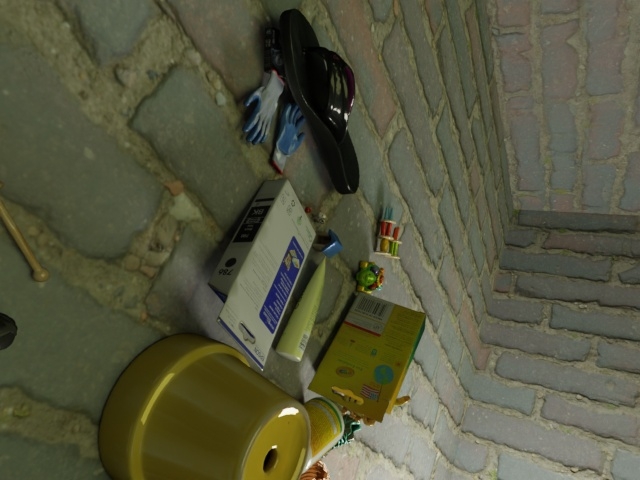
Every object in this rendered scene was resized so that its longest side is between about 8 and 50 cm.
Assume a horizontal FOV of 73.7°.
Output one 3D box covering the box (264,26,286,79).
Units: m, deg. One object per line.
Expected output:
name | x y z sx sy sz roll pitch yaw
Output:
box | -0.083 -0.371 0.849 0.067 0.018 0.083 -7 102 -56

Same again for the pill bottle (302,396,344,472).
pill bottle | -0.046 0.446 0.959 0.208 0.117 0.118 -10 104 -56

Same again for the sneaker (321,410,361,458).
sneaker | 0.053 0.528 1.159 0.166 0.076 0.065 -32 120 -50

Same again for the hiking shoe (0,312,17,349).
hiking shoe | -0.413 0.139 0.399 0.226 0.086 0.114 -20 126 -48

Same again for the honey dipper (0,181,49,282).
honey dipper | -0.357 -0.018 0.490 0.030 0.030 0.161 -43 134 -44

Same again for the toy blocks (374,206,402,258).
toy blocks | 0.220 -0.023 1.338 0.123 0.054 0.148 18 80 -55

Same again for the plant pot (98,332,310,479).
plant pot | -0.157 0.293 0.655 0.254 0.238 0.254 -14 107 -54

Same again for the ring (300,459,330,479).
ring | -0.061 0.721 1.063 0.336 0.032 0.337 -12 105 -55

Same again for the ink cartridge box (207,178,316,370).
ink cartridge box | -0.107 0.053 0.800 0.165 0.065 0.333 64 34 -40

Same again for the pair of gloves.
pair of gloves | -0.086 -0.235 0.849 0.198 0.023 0.159 46 59 -58

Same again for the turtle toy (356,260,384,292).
turtle toy | 0.144 0.108 1.234 0.130 0.066 0.095 10 87 -57

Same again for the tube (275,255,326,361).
tube | -0.032 0.156 0.988 0.062 0.070 0.240 39 60 -28

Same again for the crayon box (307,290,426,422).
crayon box | 0.127 0.301 1.112 0.319 0.202 0.081 -55 151 -35

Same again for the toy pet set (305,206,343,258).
toy pet set | 0.000 0.000 0.998 0.114 0.065 0.122 43 60 -51

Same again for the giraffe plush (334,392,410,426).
giraffe plush | 0.126 0.410 1.180 0.170 0.181 0.210 -20 95 -41

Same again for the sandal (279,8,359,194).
sandal | 0.036 -0.293 0.936 0.446 0.107 0.168 61 32 -45
